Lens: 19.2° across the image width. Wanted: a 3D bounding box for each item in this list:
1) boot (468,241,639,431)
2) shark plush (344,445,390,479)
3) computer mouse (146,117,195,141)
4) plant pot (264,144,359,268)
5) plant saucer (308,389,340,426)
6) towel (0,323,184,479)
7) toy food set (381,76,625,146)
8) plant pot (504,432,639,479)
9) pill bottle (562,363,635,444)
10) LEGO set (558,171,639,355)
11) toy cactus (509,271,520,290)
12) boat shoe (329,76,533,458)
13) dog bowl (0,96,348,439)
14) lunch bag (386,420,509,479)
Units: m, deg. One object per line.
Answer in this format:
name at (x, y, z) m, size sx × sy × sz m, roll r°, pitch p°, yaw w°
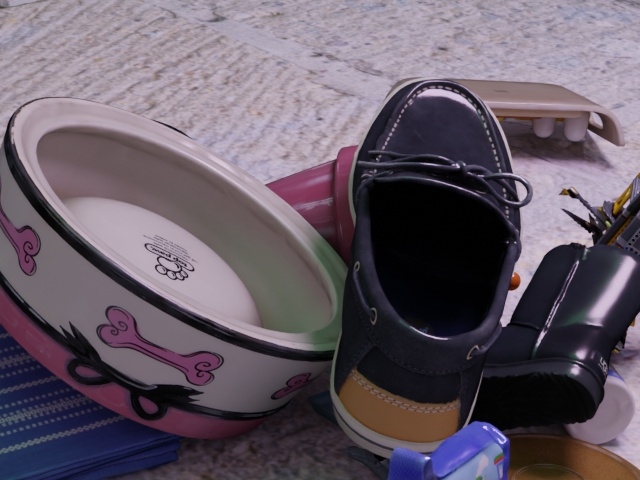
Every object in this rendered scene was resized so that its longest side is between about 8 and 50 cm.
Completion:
boot at (0.201, 0.094, 1.899) m, size 0.246 × 0.094 × 0.207 m, roll -5°, pitch 34°, yaw 33°
shark plush at (0.079, 0.209, 1.759) m, size 0.067 × 0.073 × 0.161 m, roll 40°, pitch -1°, yaw -32°
computer mouse at (-0.177, -0.064, 2.354) m, size 0.188 × 0.072 × 0.272 m, roll -5°, pitch 34°, yaw -40°
plant pot at (0.000, 0.000, 2.113) m, size 0.180 × 0.201 × 0.201 m, roll -9°, pitch 22°, yaw 9°
plant saucer at (0.079, 0.157, 1.962) m, size 0.192 × 0.018 × 0.067 m, roll -17°, pitch 32°, yaw -38°
towel at (-0.309, 0.125, 1.849) m, size 0.243 × 0.040 × 0.336 m, roll -14°, pitch 45°, yaw -30°
toy food set at (0.250, -0.165, 2.654) m, size 0.306 × 0.092 × 0.220 m, roll 2°, pitch 12°, yaw -9°
plant pot at (0.216, 0.241, 1.780) m, size 0.236 × 0.032 × 0.236 m, roll 3°, pitch 23°, yaw -1°
pill bottle at (0.264, 0.144, 1.947) m, size 0.078 × 0.078 × 0.137 m, roll -2°, pitch 25°, yaw -14°
LEGO set at (0.389, 0.052, 2.128) m, size 0.255 × 0.192 × 0.331 m, roll 32°, pitch 26°, yaw -10°
toy cactus at (0.111, 0.031, 1.981) m, size 0.112 × 0.180 × 0.219 m, roll -11°, pitch 30°, yaw 49°
boat shoe at (0.113, -0.012, 1.822) m, size 0.187 × 0.156 × 0.500 m, roll 16°, pitch 41°, yaw -2°
dog bowl at (-0.161, 0.034, 1.874) m, size 0.408 × 0.150 × 0.408 m, roll 30°, pitch 20°, yaw -12°
lunch bag at (0.051, 0.274, 1.353) m, size 0.138 × 0.293 × 0.221 m, roll 18°, pitch 28°, yaw 29°
